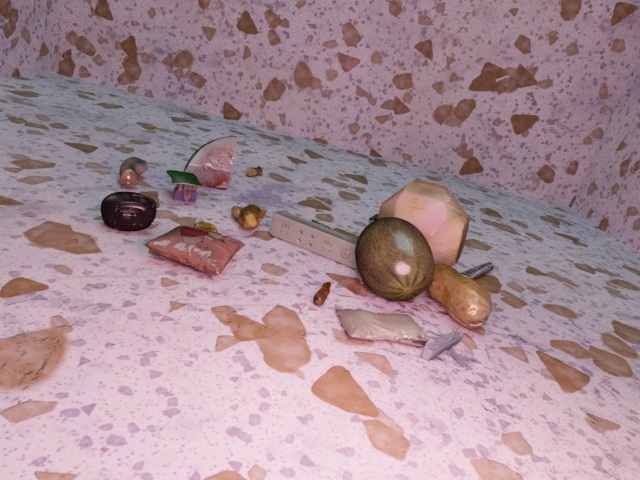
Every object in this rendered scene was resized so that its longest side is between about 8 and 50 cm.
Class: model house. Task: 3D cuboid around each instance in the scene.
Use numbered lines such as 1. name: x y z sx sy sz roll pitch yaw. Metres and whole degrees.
1. model house: -0.530 -0.202 1.906 0.117 0.088 0.167 2 23 -30

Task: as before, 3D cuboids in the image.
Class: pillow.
1. pillow: -0.364 0.019 1.472 0.236 0.084 0.223 18 19 1
2. pillow: 0.165 0.232 1.353 0.229 0.050 0.148 9 15 -15

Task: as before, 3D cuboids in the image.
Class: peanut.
1. peanut: 0.432 0.165 1.581 0.149 0.149 0.313 5 17 -24

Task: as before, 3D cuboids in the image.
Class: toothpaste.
1. toothpaste: 0.608 0.123 1.936 0.062 0.039 0.239 26 25 37

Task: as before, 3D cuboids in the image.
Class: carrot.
1. carrot: 0.011 0.152 1.466 0.035 0.036 0.165 19 19 9

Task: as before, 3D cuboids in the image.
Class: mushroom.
1. mushroom: -0.741 -0.271 1.944 0.092 0.081 0.223 33 14 -19

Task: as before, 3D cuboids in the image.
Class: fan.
1. fan: -0.355 -0.019 1.636 0.155 0.039 0.082 27 24 26

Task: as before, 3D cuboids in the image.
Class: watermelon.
1. watermelon: -0.438 -0.333 2.170 0.214 0.289 0.320 51 15 8

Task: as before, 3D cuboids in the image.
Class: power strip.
1. power strip: 0.000 0.000 1.760 0.385 0.091 0.062 22 23 16

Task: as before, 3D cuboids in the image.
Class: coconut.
1. coconut: 0.381 -0.058 1.862 0.352 0.353 0.353 13 21 -5

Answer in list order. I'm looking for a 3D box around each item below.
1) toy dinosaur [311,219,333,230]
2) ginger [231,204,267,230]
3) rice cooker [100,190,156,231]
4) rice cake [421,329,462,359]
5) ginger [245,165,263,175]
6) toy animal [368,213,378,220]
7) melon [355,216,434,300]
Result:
1. toy dinosaur: 0.011 -0.041 1.923 0.096 0.059 0.132 14 12 -19
2. ginger: -0.254 -0.086 1.820 0.115 0.081 0.205 19 11 -29
3. rice cooker: -0.597 -0.090 1.548 0.165 0.112 0.106 3 29 -23
4. rice cake: 0.333 0.280 1.350 0.030 0.042 0.180 34 28 34
5. ginger: -0.325 -0.346 2.474 0.057 0.044 0.137 4 14 24
6. toy animal: 0.348 -0.079 2.114 0.366 0.081 0.205 11 2 25
7. melon: 0.232 0.059 1.564 0.237 0.238 0.302 8 31 -19
